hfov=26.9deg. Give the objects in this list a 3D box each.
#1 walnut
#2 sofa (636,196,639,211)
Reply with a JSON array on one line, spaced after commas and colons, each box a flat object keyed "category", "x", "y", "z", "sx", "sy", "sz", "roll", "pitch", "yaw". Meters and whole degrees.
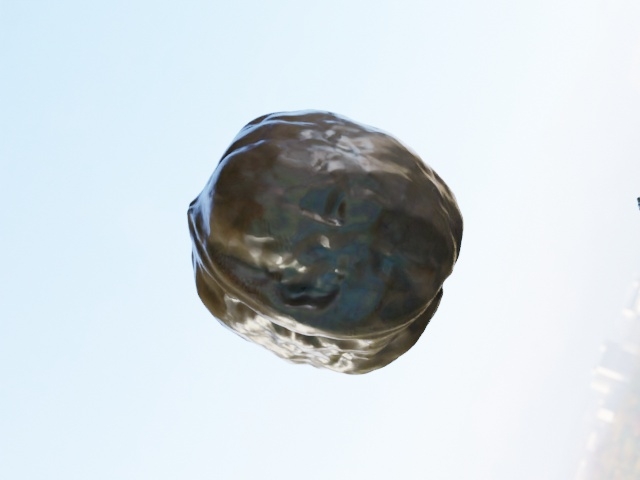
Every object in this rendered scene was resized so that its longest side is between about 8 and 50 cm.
[{"category": "walnut", "x": 0.000, "y": -0.001, "z": 1.307, "sx": 0.273, "sy": 0.273, "sz": 0.227, "roll": 81, "pitch": -154, "yaw": -66}, {"category": "sofa", "x": 0.575, "y": -0.030, "z": 1.767, "sx": 0.225, "sy": 0.176, "sz": 0.210, "roll": -44, "pitch": 29, "yaw": 17}]
